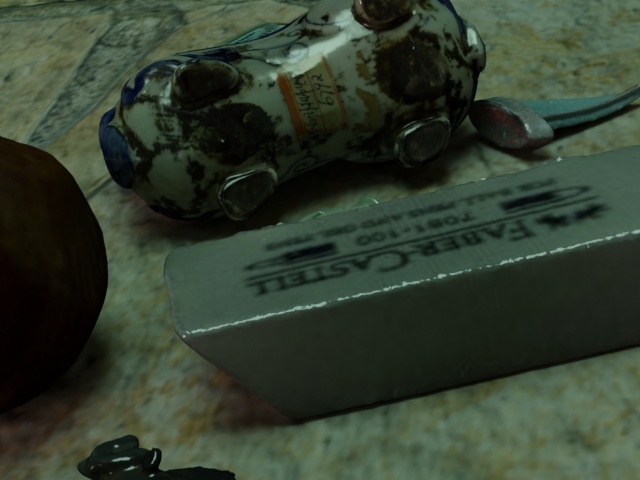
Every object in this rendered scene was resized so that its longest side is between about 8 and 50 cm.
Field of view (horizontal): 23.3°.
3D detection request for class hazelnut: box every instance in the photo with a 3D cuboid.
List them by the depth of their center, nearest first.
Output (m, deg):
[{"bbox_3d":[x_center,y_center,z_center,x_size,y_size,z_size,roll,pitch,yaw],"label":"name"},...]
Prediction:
[{"bbox_3d":[-0.212,0.019,0.909,0.161,0.170,0.201,-3,17,18],"label":"hazelnut"}]

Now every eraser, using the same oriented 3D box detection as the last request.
[{"bbox_3d":[0.090,0.020,0.899,0.353,0.077,0.111,-12,25,-4],"label":"eraser"}]

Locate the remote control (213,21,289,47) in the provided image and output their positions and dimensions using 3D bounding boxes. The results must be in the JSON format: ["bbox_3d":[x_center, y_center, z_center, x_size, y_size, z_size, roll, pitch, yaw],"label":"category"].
[{"bbox_3d":[0.011,-0.152,1.324,0.234,0.038,0.098,9,32,37],"label":"remote control"}]

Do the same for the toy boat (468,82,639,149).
[{"bbox_3d":[0.180,-0.098,1.166,0.122,0.034,0.096,-14,25,-26],"label":"toy boat"}]

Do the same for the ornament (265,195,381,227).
[{"bbox_3d":[0.003,-0.001,1.019,0.068,0.041,0.092,6,21,19],"label":"ornament"}]

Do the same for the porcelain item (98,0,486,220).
[{"bbox_3d":[-0.025,-0.101,1.153,0.288,0.138,0.186,-22,11,-13],"label":"porcelain item"}]

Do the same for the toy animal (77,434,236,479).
[{"bbox_3d":[-0.092,0.152,0.697,0.148,0.084,0.233,-17,23,-15],"label":"toy animal"}]
